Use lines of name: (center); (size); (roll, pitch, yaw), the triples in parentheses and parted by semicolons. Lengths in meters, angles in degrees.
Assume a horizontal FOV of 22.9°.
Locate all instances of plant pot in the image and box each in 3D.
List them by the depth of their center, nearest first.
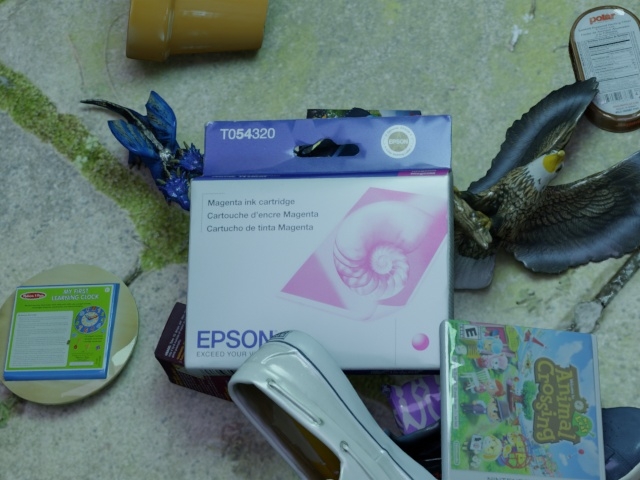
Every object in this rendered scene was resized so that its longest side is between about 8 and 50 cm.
plant pot: (-0.167, -0.345, 2.217); (0.188, 0.205, 0.205); (7, 65, -6)

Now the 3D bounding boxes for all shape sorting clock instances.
shape sorting clock: (-0.340, 0.124, 2.094); (0.206, 0.040, 0.206); (-5, 64, 11)

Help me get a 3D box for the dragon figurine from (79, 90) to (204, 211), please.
dragon figurine: (-0.232, -0.141, 2.145); (0.085, 0.144, 0.289); (-36, 65, -9)

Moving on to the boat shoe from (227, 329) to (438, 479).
boat shoe: (0.023, 0.280, 1.783); (0.156, 0.136, 0.367); (-36, 89, -43)

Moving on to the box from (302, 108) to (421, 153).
box: (0.051, -0.066, 2.121); (0.159, 0.044, 0.233); (2, 65, 9)

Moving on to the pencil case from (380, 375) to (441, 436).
pencil case: (0.183, 0.190, 1.964); (0.206, 0.088, 0.086); (-17, 103, 0)

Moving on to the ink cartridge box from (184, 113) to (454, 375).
ink cartridge box: (0.000, 0.000, 1.930); (0.324, 0.071, 0.330); (-2, 79, 9)

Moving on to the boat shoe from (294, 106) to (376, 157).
boat shoe: (-0.026, -0.078, 2.057); (0.089, 0.109, 0.258); (31, 72, 26)

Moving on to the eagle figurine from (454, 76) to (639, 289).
eagle figurine: (0.280, -0.068, 2.036); (0.298, 0.225, 0.226); (-19, 104, -33)

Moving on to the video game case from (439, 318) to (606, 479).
video game case: (0.233, 0.200, 1.823); (0.193, 0.023, 0.212); (6, 65, -12)

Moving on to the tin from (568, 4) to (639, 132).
tin: (0.401, -0.237, 2.155); (0.106, 0.040, 0.190); (-9, 64, 0)

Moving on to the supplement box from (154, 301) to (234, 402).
supplement box: (-0.104, 0.156, 2.008); (0.188, 0.104, 0.081); (16, 69, 15)

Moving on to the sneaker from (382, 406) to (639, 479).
sneaker: (0.231, 0.243, 1.872); (0.350, 0.148, 0.131); (-16, 34, 0)
